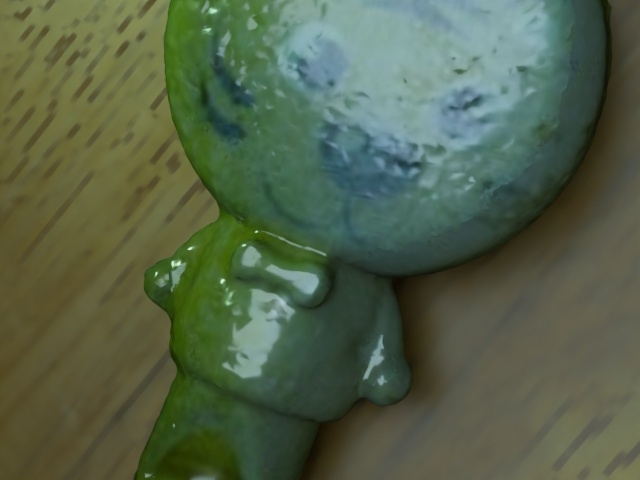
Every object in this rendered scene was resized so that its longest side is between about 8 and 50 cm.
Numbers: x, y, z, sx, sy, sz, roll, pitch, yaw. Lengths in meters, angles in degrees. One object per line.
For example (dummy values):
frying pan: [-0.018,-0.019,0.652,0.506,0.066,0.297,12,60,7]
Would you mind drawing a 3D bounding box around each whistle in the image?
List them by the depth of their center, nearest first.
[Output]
whistle: [0.000,0.000,0.364,0.104,0.057,0.198,22,97,11]
